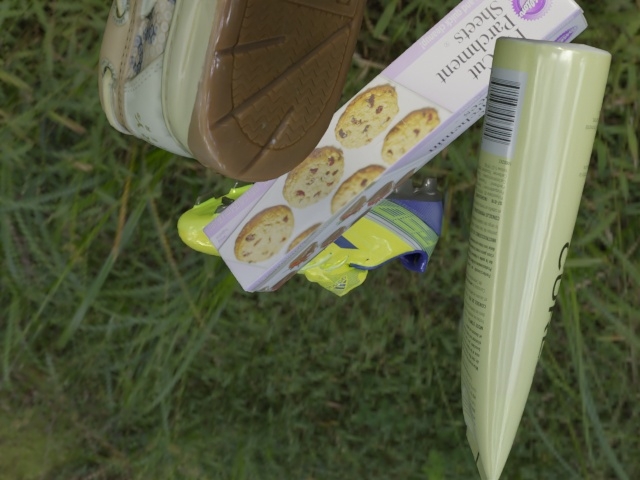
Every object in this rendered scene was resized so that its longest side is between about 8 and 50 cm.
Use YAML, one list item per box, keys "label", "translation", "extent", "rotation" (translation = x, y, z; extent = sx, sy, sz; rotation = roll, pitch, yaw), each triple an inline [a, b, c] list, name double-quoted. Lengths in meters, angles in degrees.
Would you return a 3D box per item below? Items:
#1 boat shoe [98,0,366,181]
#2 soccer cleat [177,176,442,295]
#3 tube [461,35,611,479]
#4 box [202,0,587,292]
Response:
- label: "boat shoe"
  translation: [-0.020, -0.168, 0.417]
  extent: [0.089, 0.105, 0.285]
  rotation: [20, 94, 37]
- label: "soccer cleat"
  translation: [0.001, 0.000, 1.046]
  extent: [0.093, 0.289, 0.121]
  rotation: [20, 111, 50]
- label: "tube"
  translation: [0.106, 0.012, 0.610]
  extent: [0.062, 0.070, 0.240]
  rotation: [18, 104, 39]
- label: "box"
  translation: [0.053, -0.083, 0.847]
  extent: [0.324, 0.063, 0.067]
  rotation: [-39, 76, 13]
